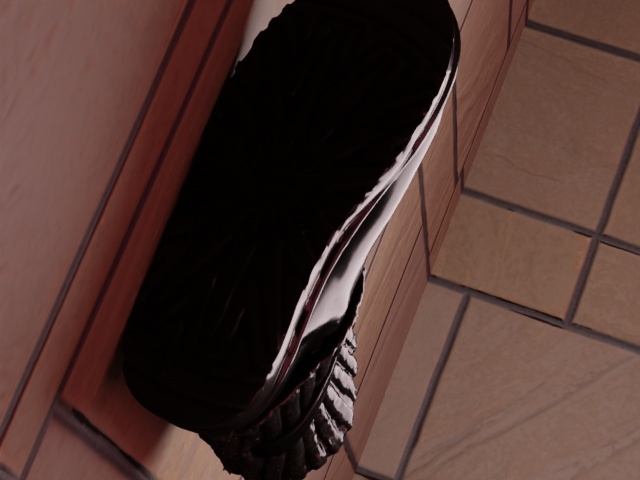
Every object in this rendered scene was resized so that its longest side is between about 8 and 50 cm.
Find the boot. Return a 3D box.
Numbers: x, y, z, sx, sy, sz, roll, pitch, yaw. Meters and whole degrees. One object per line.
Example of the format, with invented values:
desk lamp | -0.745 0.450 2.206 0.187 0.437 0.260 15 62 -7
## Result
boot | -0.004 -0.001 1.121 0.348 0.131 0.260 -59 161 -6
